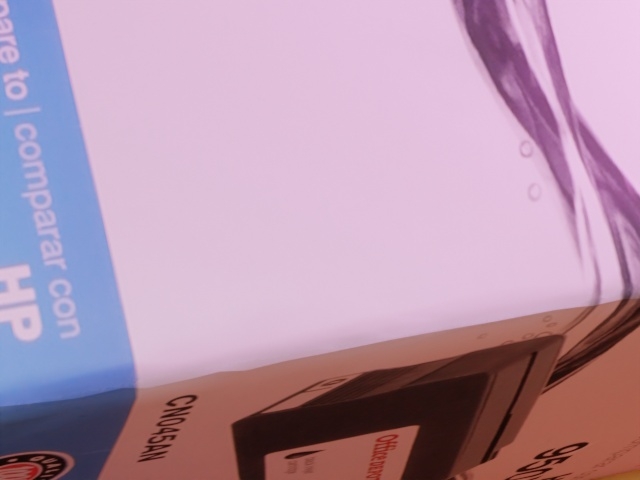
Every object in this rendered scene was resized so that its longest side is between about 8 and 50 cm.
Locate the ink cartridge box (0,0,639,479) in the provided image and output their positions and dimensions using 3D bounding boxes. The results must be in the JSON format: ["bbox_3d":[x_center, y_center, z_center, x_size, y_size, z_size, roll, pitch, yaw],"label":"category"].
[{"bbox_3d":[0.000,0.000,0.668,0.394,0.285,0.166,-9,71,-18],"label":"ink cartridge box"}]
